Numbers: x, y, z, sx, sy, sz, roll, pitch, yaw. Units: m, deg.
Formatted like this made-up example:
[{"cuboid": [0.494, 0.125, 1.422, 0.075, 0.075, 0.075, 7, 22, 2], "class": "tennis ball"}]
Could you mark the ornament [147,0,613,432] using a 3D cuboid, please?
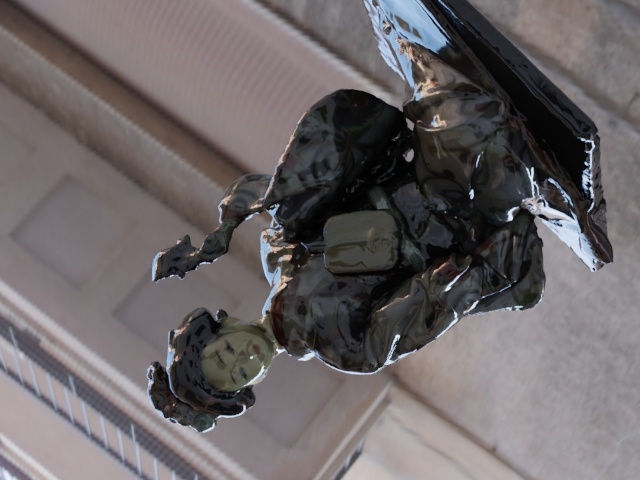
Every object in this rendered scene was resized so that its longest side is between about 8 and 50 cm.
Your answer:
[{"cuboid": [0.000, 0.000, 0.592, 0.196, 0.153, 0.166, -42, -113, -2], "class": "ornament"}]
